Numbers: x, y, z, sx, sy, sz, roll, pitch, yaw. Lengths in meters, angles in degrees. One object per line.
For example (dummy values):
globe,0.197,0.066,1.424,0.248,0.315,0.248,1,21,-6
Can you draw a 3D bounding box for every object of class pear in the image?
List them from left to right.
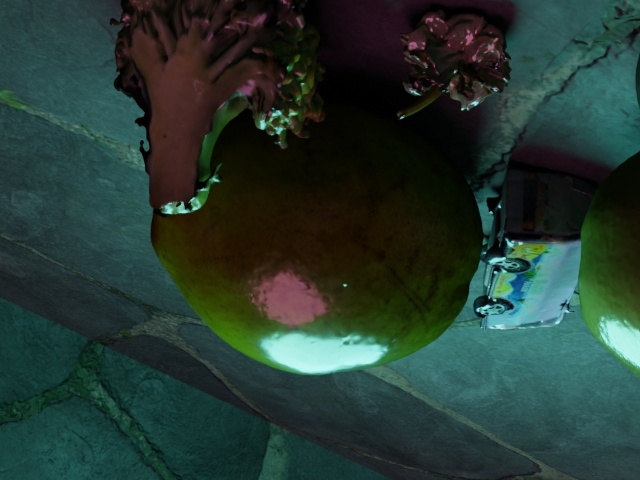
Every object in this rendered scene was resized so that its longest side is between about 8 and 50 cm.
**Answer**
pear,0.000,0.000,1.278,0.414,0.351,0.352,13,158,-9

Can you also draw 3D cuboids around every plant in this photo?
plant,0.125,-0.168,1.065,0.117,0.122,0.104,6,143,43

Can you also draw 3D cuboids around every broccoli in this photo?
broccoli,-0.096,-0.162,1.121,0.243,0.272,0.180,6,-173,30

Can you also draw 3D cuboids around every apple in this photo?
apple,0.412,0.029,1.114,0.254,0.292,0.292,4,153,40

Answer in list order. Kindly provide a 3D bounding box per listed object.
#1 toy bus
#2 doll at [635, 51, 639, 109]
toy bus,0.277,0.023,1.390,0.138,0.112,0.317,5,156,6
doll,0.399,-0.097,0.775,0.252,0.382,0.378,-18,161,9
